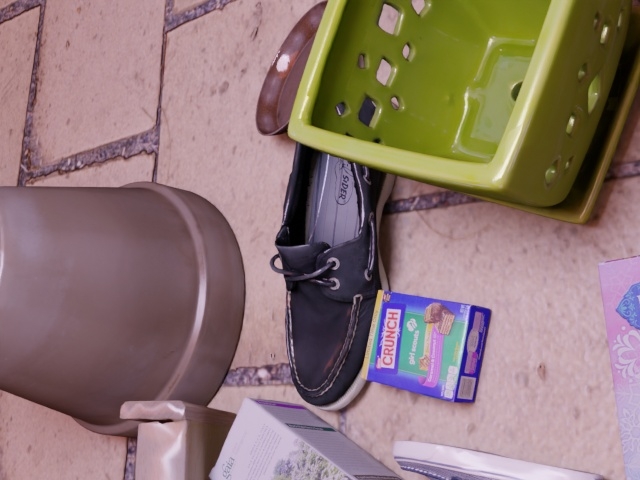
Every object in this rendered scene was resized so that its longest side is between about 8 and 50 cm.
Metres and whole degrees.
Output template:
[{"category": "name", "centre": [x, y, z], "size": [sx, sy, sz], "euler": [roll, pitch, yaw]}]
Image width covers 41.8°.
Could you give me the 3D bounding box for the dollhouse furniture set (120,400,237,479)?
[{"category": "dollhouse furniture set", "centre": [-0.302, 0.307, 0.879], "size": [0.395, 0.362, 0.256], "euler": [-3, 73, 12]}]

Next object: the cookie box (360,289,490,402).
[{"category": "cookie box", "centre": [0.099, 0.099, 0.798], "size": [0.107, 0.040, 0.091], "euler": [6, 83, 41]}]

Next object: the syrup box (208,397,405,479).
[{"category": "syrup box", "centre": [0.011, 0.246, 0.793], "size": [0.237, 0.096, 0.093], "euler": [27, 95, 41]}]

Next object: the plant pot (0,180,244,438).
[{"category": "plant pot", "centre": [-0.298, 0.065, 0.979], "size": [0.323, 0.280, 0.323], "euler": [-11, 72, 37]}]

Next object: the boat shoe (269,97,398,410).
[{"category": "boat shoe", "centre": [0.003, 0.000, 0.856], "size": [0.127, 0.113, 0.339], "euler": [8, 83, 41]}]

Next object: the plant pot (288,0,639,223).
[{"category": "plant pot", "centre": [0.144, -0.143, 0.719], "size": [0.227, 0.207, 0.228], "euler": [20, 91, 41]}]

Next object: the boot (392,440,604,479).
[{"category": "boot", "centre": [0.140, 0.224, 0.710], "size": [0.190, 0.069, 0.086], "euler": [2, 76, 38]}]

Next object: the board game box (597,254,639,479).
[{"category": "board game box", "centre": [0.365, 0.141, 0.550], "size": [0.319, 0.066, 0.317], "euler": [-15, 69, 35]}]

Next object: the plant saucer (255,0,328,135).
[{"category": "plant saucer", "centre": [-0.019, -0.190, 0.951], "size": [0.168, 0.029, 0.168], "euler": [-42, 34, 38]}]
